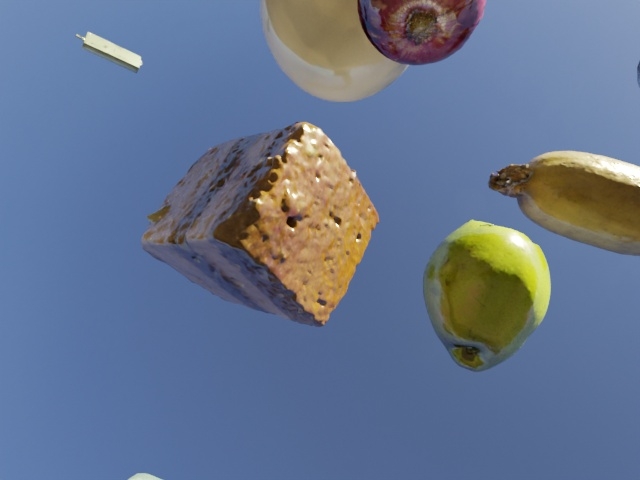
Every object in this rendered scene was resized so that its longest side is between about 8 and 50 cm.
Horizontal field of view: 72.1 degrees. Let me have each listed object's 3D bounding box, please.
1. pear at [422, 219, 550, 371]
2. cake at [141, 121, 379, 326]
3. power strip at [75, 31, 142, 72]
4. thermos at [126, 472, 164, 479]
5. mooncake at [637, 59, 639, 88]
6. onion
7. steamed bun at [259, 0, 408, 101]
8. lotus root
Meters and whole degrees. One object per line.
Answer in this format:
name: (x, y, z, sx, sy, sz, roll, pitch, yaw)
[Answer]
pear: (0.244, 0.085, 0.668, 0.188, 0.187, 0.219, 21, -99, 18)
cake: (-0.099, -0.025, 0.600, 0.293, 0.198, 0.196, 5, -120, 42)
power strip: (-0.463, -0.415, 0.966, 0.019, 0.136, 0.050, -42, -136, 38)
thermos: (-0.216, 0.510, 0.754, 0.287, 0.182, 0.144, 9, -95, 15)
mooncake: (0.332, -0.103, 0.260, 0.229, 0.228, 0.124, 9, -130, 16)
onion: (0.140, -0.337, 0.620, 0.178, 0.177, 0.153, -9, -151, 12)
steamed bun: (0.037, -0.418, 0.806, 0.325, 0.324, 0.206, 14, -141, 17)
lotus root: (0.492, -0.081, 0.820, 0.343, 0.151, 0.169, 19, -114, 7)
